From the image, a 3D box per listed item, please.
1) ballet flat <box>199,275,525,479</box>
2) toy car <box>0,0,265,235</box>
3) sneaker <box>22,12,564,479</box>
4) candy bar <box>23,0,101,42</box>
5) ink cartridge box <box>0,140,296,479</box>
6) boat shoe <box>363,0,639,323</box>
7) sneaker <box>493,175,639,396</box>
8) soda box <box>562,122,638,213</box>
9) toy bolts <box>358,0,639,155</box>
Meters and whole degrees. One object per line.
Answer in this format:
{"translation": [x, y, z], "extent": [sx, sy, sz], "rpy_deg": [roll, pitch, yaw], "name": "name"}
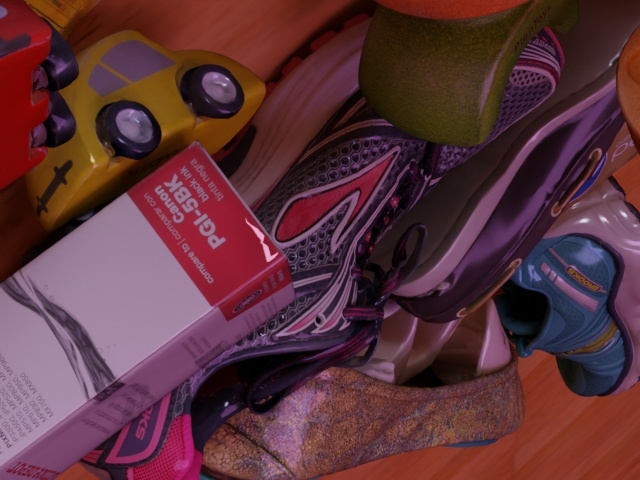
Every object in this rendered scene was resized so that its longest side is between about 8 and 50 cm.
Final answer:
{"translation": [0.042, 0.066, 0.875], "extent": [0.123, 0.123, 0.348], "rpy_deg": [-55, 155, 21], "name": "ballet flat"}
{"translation": [-0.140, -0.003, 0.498], "extent": [0.225, 0.053, 0.239], "rpy_deg": [-39, 172, 13], "name": "toy car"}
{"translation": [0.000, 0.000, 0.688], "extent": [0.299, 0.112, 0.121], "rpy_deg": [-39, 156, -15], "name": "sneaker"}
{"translation": [-0.111, -0.094, 0.471], "extent": [0.040, 0.018, 0.161], "rpy_deg": [-45, 156, 6], "name": "candy bar"}
{"translation": [-0.080, 0.033, 0.559], "extent": [0.135, 0.056, 0.099], "rpy_deg": [-36, 171, -6], "name": "ink cartridge box"}
{"translation": [0.110, -0.056, 0.785], "extent": [0.227, 0.081, 0.069], "rpy_deg": [-49, 139, -1], "name": "boat shoe"}
{"translation": [0.174, 0.041, 1.089], "extent": [0.110, 0.107, 0.275], "rpy_deg": [-24, 150, -1], "name": "sneaker"}
{"translation": [0.149, -0.070, 0.878], "extent": [0.181, 0.061, 0.058], "rpy_deg": [-36, 155, -20], "name": "soda box"}
{"translation": [0.137, -0.149, 0.591], "extent": [0.228, 0.218, 0.158], "rpy_deg": [-55, 155, -26], "name": "toy bolts"}
